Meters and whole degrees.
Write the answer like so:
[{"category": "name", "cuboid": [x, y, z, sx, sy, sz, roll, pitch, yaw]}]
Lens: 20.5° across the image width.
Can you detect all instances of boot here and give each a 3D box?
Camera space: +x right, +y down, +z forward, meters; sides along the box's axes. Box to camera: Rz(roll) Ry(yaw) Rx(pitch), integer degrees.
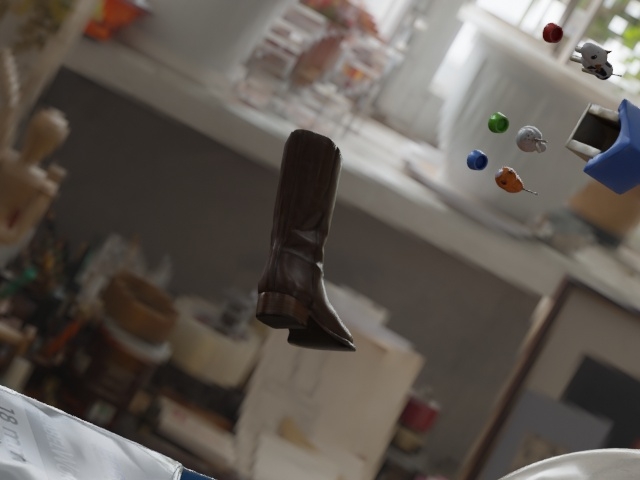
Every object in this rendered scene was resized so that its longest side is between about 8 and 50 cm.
[{"category": "boot", "cuboid": [0.000, 0.000, 0.989, 0.037, 0.114, 0.106, 1, -17, 21]}]

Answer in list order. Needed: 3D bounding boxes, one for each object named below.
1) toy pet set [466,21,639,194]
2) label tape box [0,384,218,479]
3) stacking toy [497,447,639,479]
[{"category": "toy pet set", "cuboid": [0.188, -0.075, 1.271, 0.114, 0.122, 0.065, 30, 0, -36]}, {"category": "label tape box", "cuboid": [-0.199, 0.196, 0.893, 0.334, 0.240, 0.106, 28, 15, -33]}, {"category": "stacking toy", "cuboid": [0.265, 0.365, 1.368, 0.350, 0.350, 0.480, 36, -1, 25]}]
